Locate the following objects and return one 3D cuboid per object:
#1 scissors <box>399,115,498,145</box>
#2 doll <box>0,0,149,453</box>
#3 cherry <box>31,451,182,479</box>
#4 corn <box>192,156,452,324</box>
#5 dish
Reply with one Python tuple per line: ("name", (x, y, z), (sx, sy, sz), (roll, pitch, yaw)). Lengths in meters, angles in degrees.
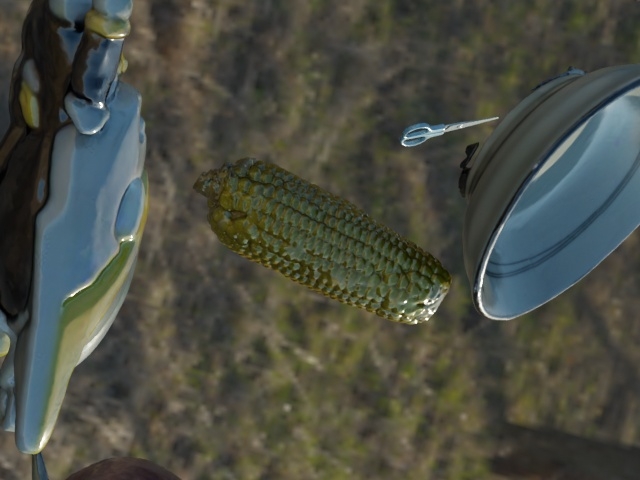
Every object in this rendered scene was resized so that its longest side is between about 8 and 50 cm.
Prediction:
("scissors", (0.104, -0.091, 1.320), (0.036, 0.083, 0.006), (105, -28, -68))
("doll", (-0.148, -0.042, 0.913), (0.103, 0.145, 0.316), (-7, 113, -44))
("cherry", (-0.180, 0.277, 1.271), (0.236, 0.213, 0.285), (-13, 84, -33))
("corn", (0.000, 0.000, 1.547), (0.097, 0.262, 0.097), (-61, -170, 18))
("dish", (0.232, -0.068, 1.592), (0.316, 0.106, 0.316), (-33, 151, -21))
